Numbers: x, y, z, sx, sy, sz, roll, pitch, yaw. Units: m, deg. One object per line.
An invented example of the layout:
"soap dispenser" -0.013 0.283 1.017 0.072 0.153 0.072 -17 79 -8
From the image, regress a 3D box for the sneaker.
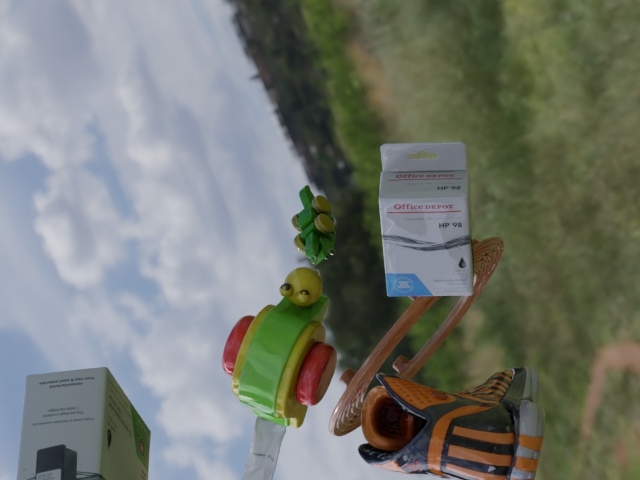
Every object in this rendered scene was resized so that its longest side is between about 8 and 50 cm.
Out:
"sneaker" 0.135 0.182 1.701 0.321 0.180 0.125 4 -82 -87

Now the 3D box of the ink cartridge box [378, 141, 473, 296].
"ink cartridge box" 0.122 -0.023 1.865 0.060 0.104 0.180 -80 -14 -53

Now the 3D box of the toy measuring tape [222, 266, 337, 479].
"toy measuring tape" -0.061 0.185 1.701 0.121 0.121 0.330 -86 12 -75

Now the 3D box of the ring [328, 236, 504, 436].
"ring" 0.119 0.120 2.091 0.032 0.336 0.336 40 180 14

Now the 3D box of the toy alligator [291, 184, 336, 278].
"toy alligator" 0.000 0.000 2.209 0.051 0.056 0.190 28 -145 -31

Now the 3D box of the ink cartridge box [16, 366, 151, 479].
"ink cartridge box" -0.226 0.248 1.536 0.153 0.087 0.208 69 -163 -56
